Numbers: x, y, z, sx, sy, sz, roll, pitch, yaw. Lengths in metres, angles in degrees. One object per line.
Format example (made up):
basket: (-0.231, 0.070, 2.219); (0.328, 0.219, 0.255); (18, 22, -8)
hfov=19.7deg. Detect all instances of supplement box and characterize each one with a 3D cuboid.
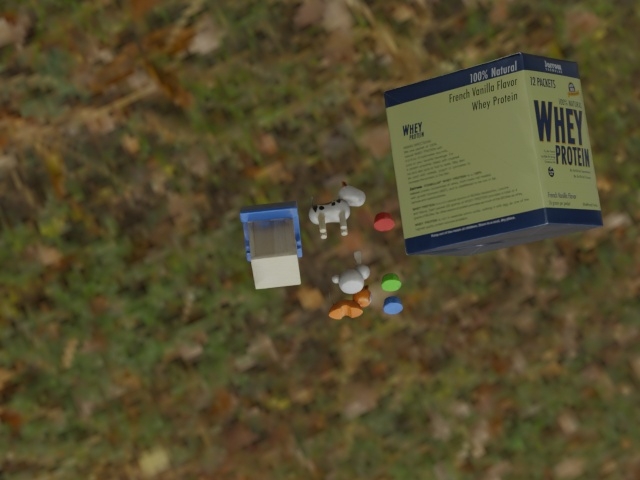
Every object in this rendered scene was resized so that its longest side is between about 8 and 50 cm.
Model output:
supplement box: (0.084, -0.040, 0.905); (0.083, 0.083, 0.056); (-13, 171, 36)

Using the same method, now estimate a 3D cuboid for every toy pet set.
toy pet set: (0.000, 0.000, 1.380); (0.114, 0.065, 0.122); (-6, 143, 0)
